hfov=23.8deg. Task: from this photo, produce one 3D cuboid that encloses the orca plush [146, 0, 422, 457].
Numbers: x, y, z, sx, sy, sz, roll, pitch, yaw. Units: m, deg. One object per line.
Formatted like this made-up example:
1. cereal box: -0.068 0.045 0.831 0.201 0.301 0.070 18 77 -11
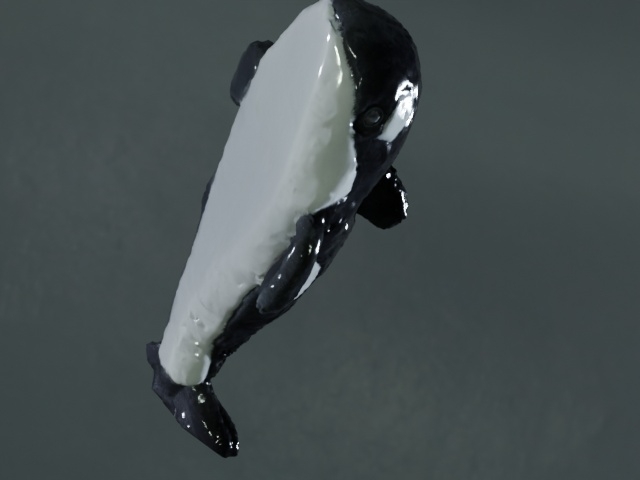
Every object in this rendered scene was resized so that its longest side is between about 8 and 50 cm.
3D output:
1. orca plush: 0.000 0.000 0.786 0.102 0.287 0.151 7 -150 -22
